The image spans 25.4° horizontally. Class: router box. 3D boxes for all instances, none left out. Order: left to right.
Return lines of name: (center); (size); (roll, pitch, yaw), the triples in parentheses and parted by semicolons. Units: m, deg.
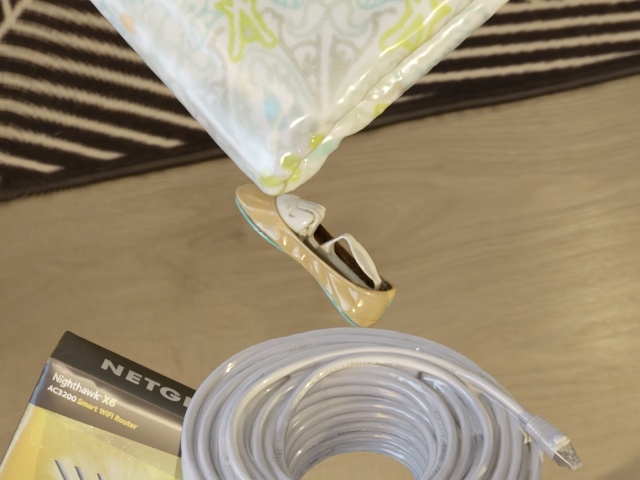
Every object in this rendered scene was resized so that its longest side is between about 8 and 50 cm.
router box: (-0.217, 0.282, 1.680); (0.308, 0.081, 0.243); (25, 110, -4)

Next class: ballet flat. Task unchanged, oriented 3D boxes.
ballet flat: (0.000, 0.000, 1.673); (0.232, 0.080, 0.073); (45, 124, 4)

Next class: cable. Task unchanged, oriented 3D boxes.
cable: (0.029, 0.165, 1.019); (0.257, 0.257, 0.089); (-18, 130, -21)

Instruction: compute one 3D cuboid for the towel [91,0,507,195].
towel: (0.003, -0.265, 0.974); (0.374, 0.090, 0.320); (-42, 72, 0)
